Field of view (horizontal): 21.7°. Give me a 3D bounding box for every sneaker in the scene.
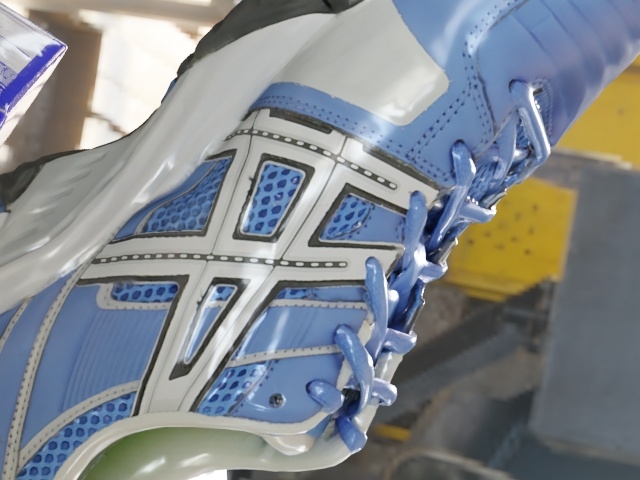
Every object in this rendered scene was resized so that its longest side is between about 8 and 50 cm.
[{"bbox_3d":[0.000,0.000,0.348,0.211,0.081,0.080,-37,156,8],"label":"sneaker"}]

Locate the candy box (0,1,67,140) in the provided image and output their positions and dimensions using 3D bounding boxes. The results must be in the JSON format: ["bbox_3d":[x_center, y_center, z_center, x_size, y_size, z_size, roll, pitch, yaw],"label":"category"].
[{"bbox_3d":[-0.331,-0.053,1.270,0.268,0.122,0.317,-53,-171,11],"label":"candy box"}]

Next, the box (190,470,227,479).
[{"bbox_3d":[-0.139,0.151,0.742,0.130,0.170,0.091,13,70,-70],"label":"box"}]
